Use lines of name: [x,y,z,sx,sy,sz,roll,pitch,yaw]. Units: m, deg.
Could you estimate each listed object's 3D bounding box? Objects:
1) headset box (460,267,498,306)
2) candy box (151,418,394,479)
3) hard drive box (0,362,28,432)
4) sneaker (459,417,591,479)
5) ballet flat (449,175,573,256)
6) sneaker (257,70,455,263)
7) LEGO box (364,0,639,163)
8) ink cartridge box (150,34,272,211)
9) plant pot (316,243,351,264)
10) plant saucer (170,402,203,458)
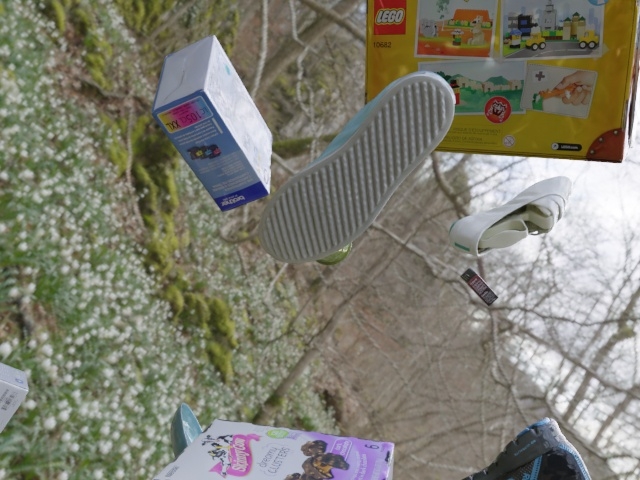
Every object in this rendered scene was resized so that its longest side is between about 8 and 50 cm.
headset box: [0.348,0.099,1.486,0.083,0.032,0.062,45,5,-11]
candy box: [-0.036,0.236,0.626,0.196,0.070,0.165,5,5,10]
hard drive box: [-0.732,0.309,1.322,0.232,0.181,0.089,35,-2,-33]
sneaker: [0.295,0.450,1.135,0.125,0.341,0.140,4,45,-56]
ballet flat: [0.537,-0.050,1.790,0.139,0.400,0.139,158,-90,-77]
sneaker: [0.059,-0.105,1.008,0.135,0.366,0.150,48,22,-6]
LEGO box: [0.342,-0.359,1.282,0.499,0.373,0.193,8,18,27]
ink cartridge box: [-0.243,-0.267,1.697,0.270,0.151,0.396,-92,157,-46]
plant pot: [0.000,0.000,1.108,0.083,0.083,0.079,33,11,18]
plant saucer: [-0.271,0.523,1.510,0.317,0.043,0.318,158,-90,-84]
